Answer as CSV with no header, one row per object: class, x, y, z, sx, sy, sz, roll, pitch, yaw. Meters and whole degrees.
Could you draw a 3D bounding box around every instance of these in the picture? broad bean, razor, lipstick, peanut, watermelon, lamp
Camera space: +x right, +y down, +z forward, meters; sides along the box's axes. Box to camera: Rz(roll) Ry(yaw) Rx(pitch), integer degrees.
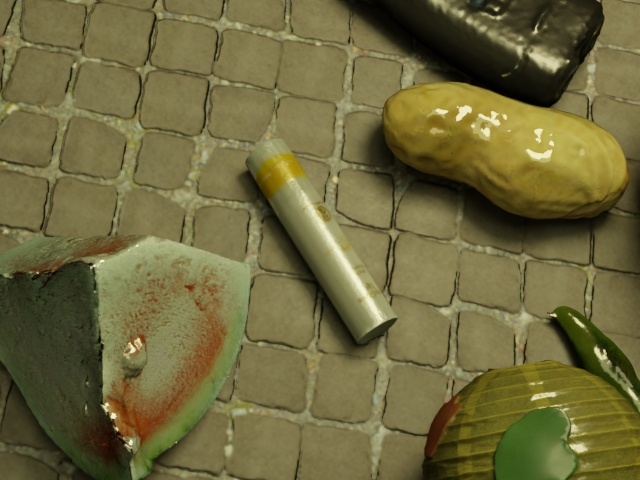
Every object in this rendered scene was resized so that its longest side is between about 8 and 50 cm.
broad bean,0.375,0.191,1.476,0.060,0.043,0.297,-34,77,-33
razor,0.202,-0.313,1.628,0.326,0.107,0.189,34,65,6
lipstick,0.000,0.000,1.479,0.059,0.059,0.264,-27,74,-20
peanut,0.227,-0.108,1.527,0.318,0.147,0.148,18,64,-6
watermelon,-0.192,0.083,1.321,0.289,0.214,0.320,-21,60,-20
lamp,0.236,0.270,1.314,0.250,0.250,0.284,-10,77,-15
